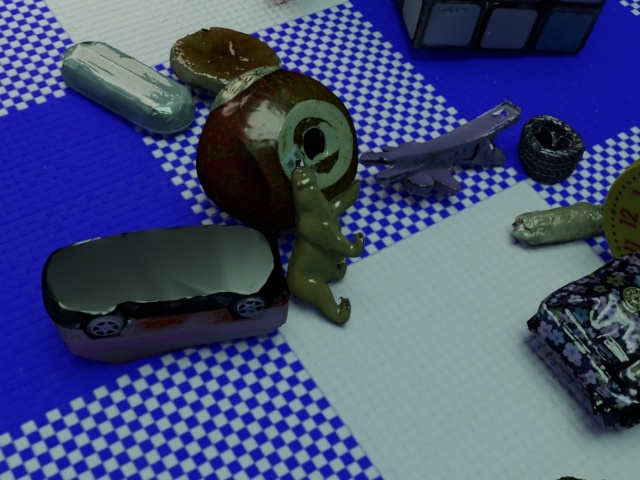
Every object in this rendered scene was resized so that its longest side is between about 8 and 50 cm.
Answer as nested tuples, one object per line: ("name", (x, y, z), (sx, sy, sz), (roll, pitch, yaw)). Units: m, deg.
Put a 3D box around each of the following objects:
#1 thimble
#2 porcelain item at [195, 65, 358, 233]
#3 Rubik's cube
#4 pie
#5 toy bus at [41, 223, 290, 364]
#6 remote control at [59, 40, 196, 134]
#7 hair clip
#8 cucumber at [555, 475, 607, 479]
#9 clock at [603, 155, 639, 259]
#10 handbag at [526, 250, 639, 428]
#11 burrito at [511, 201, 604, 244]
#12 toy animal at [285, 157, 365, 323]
("thimble", (0.368, -0.149, 1.409), (0.095, 0.066, 0.104), (-32, 61, -29))
("porcelain item", (-0.080, -0.125, 1.257), (0.253, 0.253, 0.252), (4, 53, -5))
("Rubik's cube", (0.324, -0.574, 1.541), (0.359, 0.363, 0.362), (2, 49, -12))
("pie", (-0.152, -0.294, 1.439), (0.195, 0.046, 0.195), (11, 41, -9))
("toy bus", (-0.191, 0.067, 1.107), (0.303, 0.147, 0.127), (-9, 55, -12))
("remote control", (-0.309, -0.248, 1.391), (0.247, 0.052, 0.104), (29, 50, 15))
("hair clip", (0.197, -0.131, 1.362), (0.279, 0.090, 0.137), (-23, 55, -19))
("cucumber", (0.385, 0.352, 1.004), (0.245, 0.134, 0.134), (12, 52, -11))
("clock", (0.510, 0.009, 1.173), (0.071, 0.277, 0.293), (-35, 40, -27))
("handbag", (0.410, 0.135, 1.162), (0.229, 0.126, 0.207), (-19, 58, -30))
("burrito", (0.376, -0.028, 1.330), (0.188, 0.045, 0.058), (-11, 48, -14))
("toy animal", (0.000, 0.000, 1.163), (0.101, 0.218, 0.103), (4, 31, -9))
